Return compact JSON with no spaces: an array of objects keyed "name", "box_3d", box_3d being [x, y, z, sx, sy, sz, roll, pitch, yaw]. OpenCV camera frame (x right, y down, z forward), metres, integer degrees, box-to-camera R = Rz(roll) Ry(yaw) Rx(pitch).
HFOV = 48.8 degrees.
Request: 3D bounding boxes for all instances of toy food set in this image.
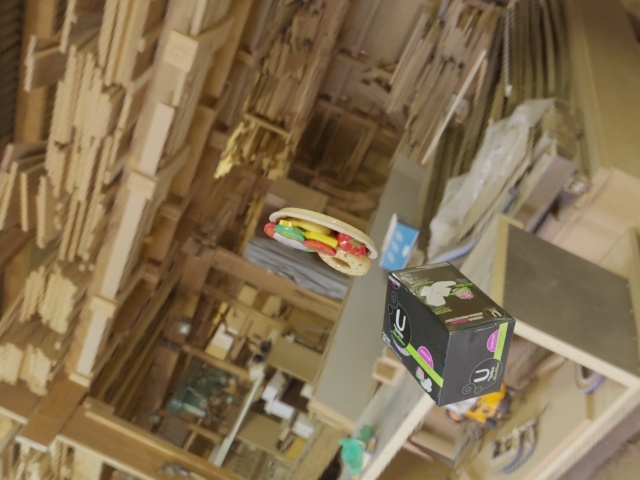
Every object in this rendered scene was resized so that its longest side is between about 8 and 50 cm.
[{"name":"toy food set","box_3d":[0.000,0.000,0.497,0.083,0.083,0.020,110,-179,-78]}]

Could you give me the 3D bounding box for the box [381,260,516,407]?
[{"name":"box","box_3d":[0.085,0.062,0.487,0.083,0.052,0.062,-131,38,-55]}]
